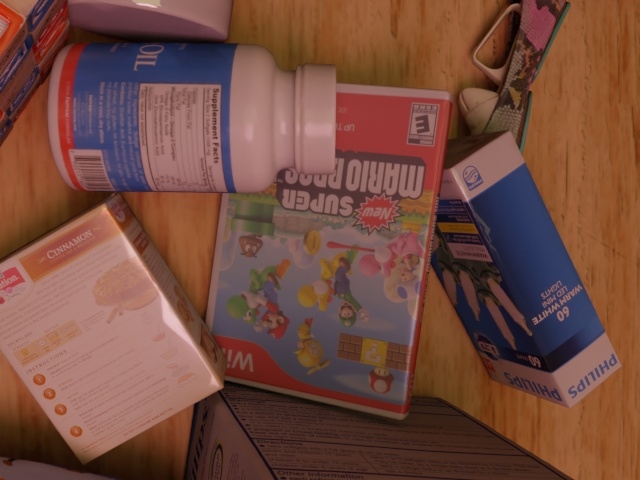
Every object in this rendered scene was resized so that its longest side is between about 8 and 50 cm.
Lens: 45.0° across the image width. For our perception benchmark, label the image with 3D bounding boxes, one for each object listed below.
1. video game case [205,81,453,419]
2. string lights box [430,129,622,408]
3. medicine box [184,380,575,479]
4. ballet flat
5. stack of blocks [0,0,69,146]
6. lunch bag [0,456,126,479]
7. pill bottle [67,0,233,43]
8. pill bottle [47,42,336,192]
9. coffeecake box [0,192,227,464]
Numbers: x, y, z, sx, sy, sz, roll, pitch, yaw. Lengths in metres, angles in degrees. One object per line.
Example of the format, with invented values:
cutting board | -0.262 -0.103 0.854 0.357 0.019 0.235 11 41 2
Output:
video game case | 0.000 0.000 0.699 0.204 0.025 0.285 8 92 20
string lights box | 0.178 0.026 0.763 0.077 0.133 0.259 -33 103 -17
medicine box | 0.036 0.229 0.652 0.264 0.289 0.149 9 91 -18
ballet flat | 0.188 -0.163 0.791 0.079 0.077 0.221 19 83 0
stack of blocks | -0.256 -0.113 0.528 0.087 0.297 0.171 34 83 -18
lunch bag | -0.271 0.292 0.622 0.303 0.115 0.243 16 116 -13
pill bottle | -0.125 -0.334 0.610 0.188 0.188 0.333 6 93 -18
pill bottle | -0.098 -0.101 0.640 0.222 0.124 0.124 1 94 0
coffeecake box | -0.189 0.074 0.667 0.142 0.068 0.185 -29 103 3
